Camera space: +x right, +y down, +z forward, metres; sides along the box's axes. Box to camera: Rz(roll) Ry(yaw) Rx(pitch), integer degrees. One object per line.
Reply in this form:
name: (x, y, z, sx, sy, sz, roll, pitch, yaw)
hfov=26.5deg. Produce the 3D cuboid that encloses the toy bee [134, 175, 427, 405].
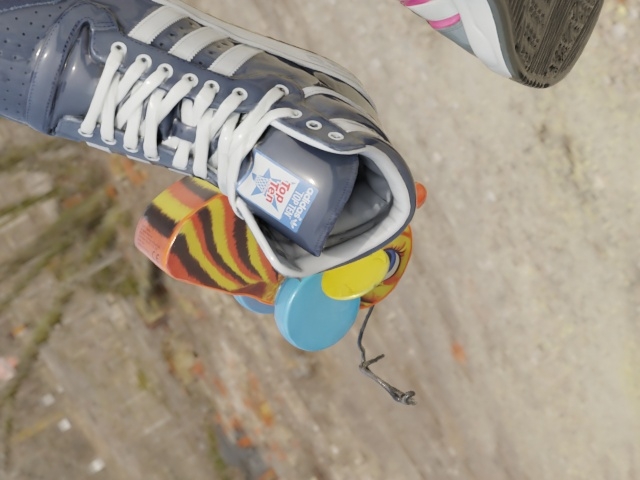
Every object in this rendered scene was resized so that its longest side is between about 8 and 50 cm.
toy bee: (0.000, 0.000, 1.077, 0.195, 0.162, 0.298, 31, 180, 29)

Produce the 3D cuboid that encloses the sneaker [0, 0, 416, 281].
sneaker: (-0.074, -0.064, 0.760, 0.099, 0.282, 0.153, -65, 29, 26)

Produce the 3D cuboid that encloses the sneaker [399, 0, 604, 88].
sneaker: (0.031, -0.176, 0.731, 0.178, 0.124, 0.295, 28, -179, 32)
